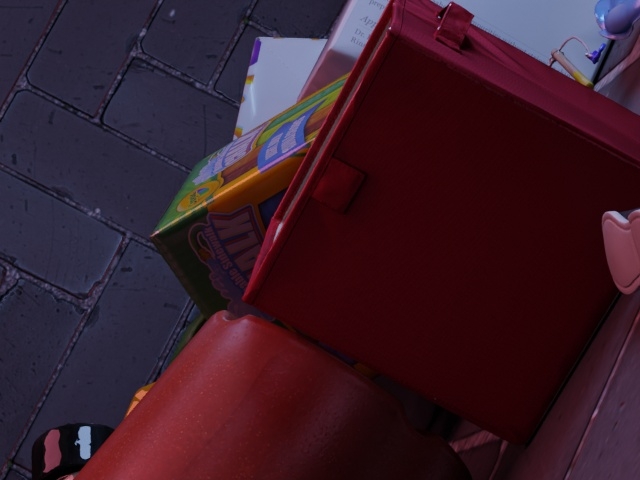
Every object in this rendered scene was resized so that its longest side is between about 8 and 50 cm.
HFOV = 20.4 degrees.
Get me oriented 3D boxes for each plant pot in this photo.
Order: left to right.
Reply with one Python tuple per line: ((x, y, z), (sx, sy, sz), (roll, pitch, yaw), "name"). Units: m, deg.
((-0.058, 0.204, 1.099), (0.265, 0.272, 0.272), (-56, 2, -15), "plant pot")

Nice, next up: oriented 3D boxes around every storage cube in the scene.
((0.086, -0.023, 1.101), (0.215, 0.193, 0.184), (-60, 4, 16), "storage cube")

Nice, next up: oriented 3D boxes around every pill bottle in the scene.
((0.041, 0.116, 1.455), (0.094, 0.094, 0.169), (-62, 4, 0), "pill bottle")

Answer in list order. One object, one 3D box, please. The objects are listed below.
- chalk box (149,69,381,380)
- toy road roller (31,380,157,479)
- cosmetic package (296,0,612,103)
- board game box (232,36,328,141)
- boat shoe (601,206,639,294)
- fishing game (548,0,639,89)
((0.000, 0.000, 1.316), (0.289, 0.179, 0.180), (-29, 14, 15), "chalk box")
((-0.096, 0.262, 1.612), (0.329, 0.240, 0.202), (-25, 49, 20), "toy road roller")
((0.160, -0.247, 1.529), (0.385, 0.217, 0.156), (-62, 4, -19), "cosmetic package")
((0.010, -0.064, 1.810), (0.275, 0.142, 0.144), (77, -160, -55), "board game box")
((0.175, -0.001, 0.926), (0.125, 0.038, 0.046), (108, 147, -81), "boat shoe")
((0.263, -0.220, 1.287), (0.264, 0.041, 0.189), (-56, 12, 7), "fishing game")
